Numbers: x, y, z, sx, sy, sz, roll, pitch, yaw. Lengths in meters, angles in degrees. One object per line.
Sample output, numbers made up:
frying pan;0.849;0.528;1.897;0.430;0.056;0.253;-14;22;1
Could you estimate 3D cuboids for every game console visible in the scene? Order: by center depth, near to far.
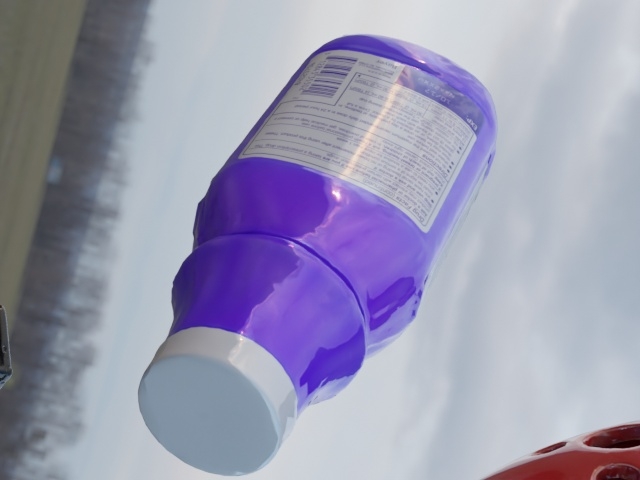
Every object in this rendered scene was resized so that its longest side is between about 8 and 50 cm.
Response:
game console;-0.334;0.128;1.497;0.122;0.071;0.107;-44;-130;49

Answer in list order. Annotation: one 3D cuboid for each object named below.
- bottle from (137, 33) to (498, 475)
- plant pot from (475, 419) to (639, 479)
bottle;0.000;0.000;0.795;0.283;0.118;0.092;-59;167;-51
plant pot;0.180;0.175;0.804;0.191;0.174;0.191;52;-27;40
